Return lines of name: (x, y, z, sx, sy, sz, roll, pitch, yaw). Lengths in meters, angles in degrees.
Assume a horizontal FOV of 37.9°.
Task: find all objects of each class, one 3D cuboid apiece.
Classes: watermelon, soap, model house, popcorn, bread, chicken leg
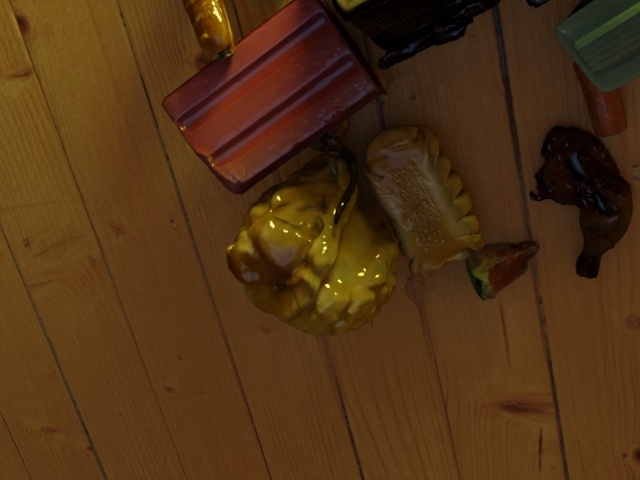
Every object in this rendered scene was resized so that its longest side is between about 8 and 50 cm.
watermelon: (0.363, 0.052, 1.930, 0.158, 0.121, 0.098, -36, 128, -15)
soap: (-0.088, -0.271, 1.765, 0.359, 0.128, 0.233, -34, 88, 13)
model house: (0.173, -0.454, 1.625, 0.317, 0.297, 0.282, -24, 147, 29)
popcorn: (0.000, 0.000, 1.846, 0.349, 0.349, 0.382, 22, 117, 5)
bread: (0.203, -0.091, 1.853, 0.172, 0.121, 0.311, -18, 111, 22)
chicken leg: (0.507, -0.072, 1.801, 0.177, 0.083, 0.322, -25, 107, 37)

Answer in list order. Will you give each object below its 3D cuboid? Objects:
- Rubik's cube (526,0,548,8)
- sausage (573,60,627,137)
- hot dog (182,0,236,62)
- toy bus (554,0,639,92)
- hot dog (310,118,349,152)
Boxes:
Rubik's cube: (0.390, -0.515, 1.535, 0.183, 0.167, 0.180, -24, 108, 25)
sausage: (0.506, -0.275, 1.695, 0.065, 0.065, 0.169, -14, 112, 24)
hot dog: (-0.217, -0.448, 1.708, 0.072, 0.115, 0.269, -21, 72, 4)
toy bus: (0.554, -0.391, 1.491, 0.152, 0.190, 0.312, 48, 144, -9)
hot dog: (-0.044, -0.258, 1.866, 0.249, 0.076, 0.102, 36, 118, -2)
